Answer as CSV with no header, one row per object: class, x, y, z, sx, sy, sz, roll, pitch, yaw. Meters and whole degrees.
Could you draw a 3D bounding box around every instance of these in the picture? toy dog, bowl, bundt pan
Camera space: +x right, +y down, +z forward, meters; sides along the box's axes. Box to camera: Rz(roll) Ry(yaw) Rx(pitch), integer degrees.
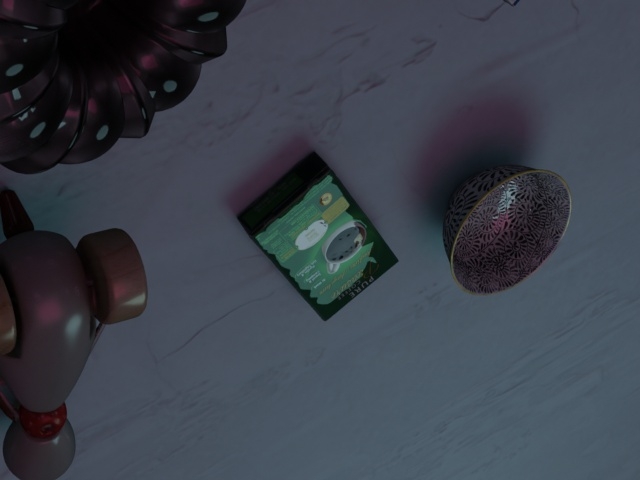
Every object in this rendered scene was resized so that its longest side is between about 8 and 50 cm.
toy dog,-0.278,0.085,1.121,0.220,0.161,0.334,4,135,-41
bowl,0.199,-0.027,1.390,0.170,0.080,0.170,-19,132,-22
bundt pan,-0.176,-0.182,0.891,0.331,0.124,0.331,-38,156,-20

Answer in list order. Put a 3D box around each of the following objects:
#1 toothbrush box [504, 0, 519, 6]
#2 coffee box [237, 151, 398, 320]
toothbrush box,0.184,-0.395,1.055,0.295,0.126,0.216,-49,136,5
coffee box,0.000,0.000,1.298,0.113,0.040,0.184,-41,137,0
